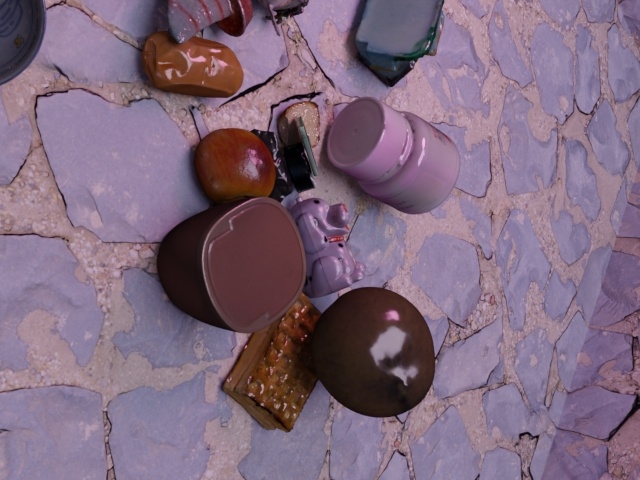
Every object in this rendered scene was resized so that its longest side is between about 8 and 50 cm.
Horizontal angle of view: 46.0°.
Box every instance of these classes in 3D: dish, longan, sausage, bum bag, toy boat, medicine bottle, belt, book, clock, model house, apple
[{"bbox_3d":[-0.624,-0.407,1.330,0.273,0.134,0.273,-5,109,-15],"label":"dish"},{"bbox_3d":[0.129,0.272,1.833,0.319,0.319,0.319,0,89,-45],"label":"longan"},{"bbox_3d":[-0.279,-0.388,1.679,0.241,0.120,0.136,6,79,-42],"label":"sausage"},{"bbox_3d":[-0.128,-0.185,1.869,0.049,0.087,0.197,-64,139,-67],"label":"bum bag"},{"bbox_3d":[-0.269,-0.516,1.665,0.206,0.096,0.282,53,40,-14],"label":"toy boat"},{"bbox_3d":[0.199,-0.234,2.070,0.325,0.256,0.256,24,73,-39],"label":"medicine bottle"},{"bbox_3d":[-0.055,-0.185,1.920,0.105,0.058,0.140,-100,172,-51],"label":"belt"},{"bbox_3d":[-0.033,-0.241,1.910,0.103,0.017,0.135,-101,173,-63],"label":"book"},{"bbox_3d":[0.003,0.002,1.948,0.189,0.189,0.254,-24,99,-43],"label":"clock"},{"bbox_3d":[0.249,-0.582,2.180,0.249,0.230,0.280,50,55,-62],"label":"model house"},{"bbox_3d":[-0.193,-0.173,1.759,0.195,0.160,0.173,7,63,-51],"label":"apple"}]

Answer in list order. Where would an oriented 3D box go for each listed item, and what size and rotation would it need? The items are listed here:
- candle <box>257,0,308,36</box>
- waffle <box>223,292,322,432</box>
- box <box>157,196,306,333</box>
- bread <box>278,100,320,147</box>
[{"bbox_3d":[-0.093,-0.646,1.826,0.187,0.187,0.330,35,66,-40],"label":"candle"},{"bbox_3d":[-0.093,0.300,1.888,0.213,0.091,0.308,49,56,-33],"label":"waffle"},{"bbox_3d":[-0.208,0.054,1.684,0.301,0.216,0.301,2,87,-47],"label":"box"},{"bbox_3d":[-0.056,-0.299,1.964,0.129,0.044,0.126,-15,107,-47],"label":"bread"}]
